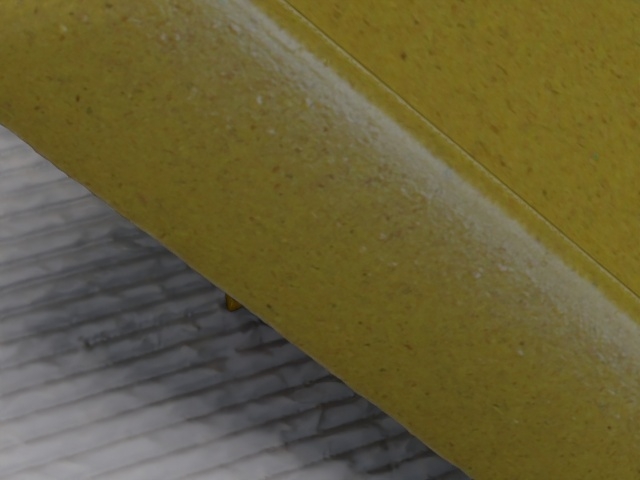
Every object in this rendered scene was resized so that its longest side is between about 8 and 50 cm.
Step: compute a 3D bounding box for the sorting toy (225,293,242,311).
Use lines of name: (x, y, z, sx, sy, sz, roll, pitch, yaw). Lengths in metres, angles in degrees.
sorting toy: (0.000, 0.000, 0.788, 0.075, 0.045, 0.083, 8, 48, -19)

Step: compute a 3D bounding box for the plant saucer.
plant saucer: (0.079, -0.104, 0.718, 0.333, 0.081, 0.332, 38, 62, -21)
